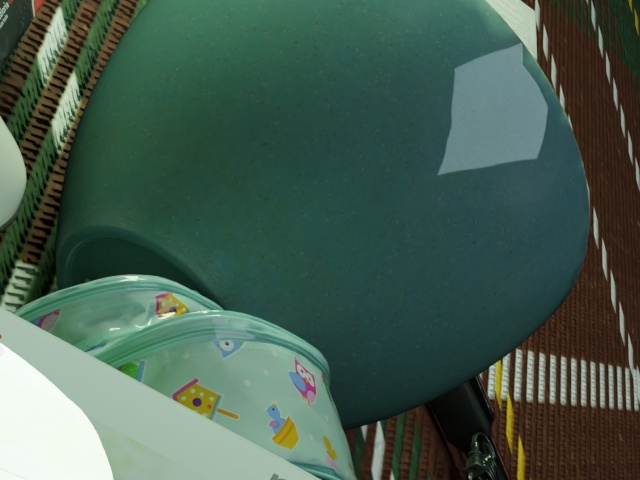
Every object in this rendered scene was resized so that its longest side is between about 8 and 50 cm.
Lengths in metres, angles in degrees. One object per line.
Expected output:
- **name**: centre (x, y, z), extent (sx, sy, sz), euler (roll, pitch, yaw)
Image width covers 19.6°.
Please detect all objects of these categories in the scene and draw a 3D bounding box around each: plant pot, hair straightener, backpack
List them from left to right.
- **backpack**: centre (-0.080, 0.098, 0.841), extent (0.166, 0.188, 0.144), euler (36, 40, -57)
- **plant pot**: centre (-0.028, -0.004, 1.002), extent (0.195, 0.290, 0.290), euler (-44, 117, -37)
- **hair straightener**: centre (0.124, 0.185, 1.527), extent (0.089, 0.047, 0.230), euler (-52, 126, -66)

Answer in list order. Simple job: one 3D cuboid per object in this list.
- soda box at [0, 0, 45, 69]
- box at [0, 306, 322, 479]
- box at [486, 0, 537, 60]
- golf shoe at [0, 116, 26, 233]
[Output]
- **soda box**: centre (-0.180, -0.142, 0.980), extent (0.060, 0.053, 0.169), euler (62, 23, -26)
- **box**: centre (-0.123, 0.134, 0.603), extent (0.262, 0.127, 0.231), euler (28, 24, 5)
- **box**: centre (0.033, -0.224, 1.424), extent (0.324, 0.063, 0.067), euler (31, 42, -28)
- **golf shoe**: centre (-0.193, -0.091, 0.812), extent (0.273, 0.120, 0.105), euler (52, 26, -46)
